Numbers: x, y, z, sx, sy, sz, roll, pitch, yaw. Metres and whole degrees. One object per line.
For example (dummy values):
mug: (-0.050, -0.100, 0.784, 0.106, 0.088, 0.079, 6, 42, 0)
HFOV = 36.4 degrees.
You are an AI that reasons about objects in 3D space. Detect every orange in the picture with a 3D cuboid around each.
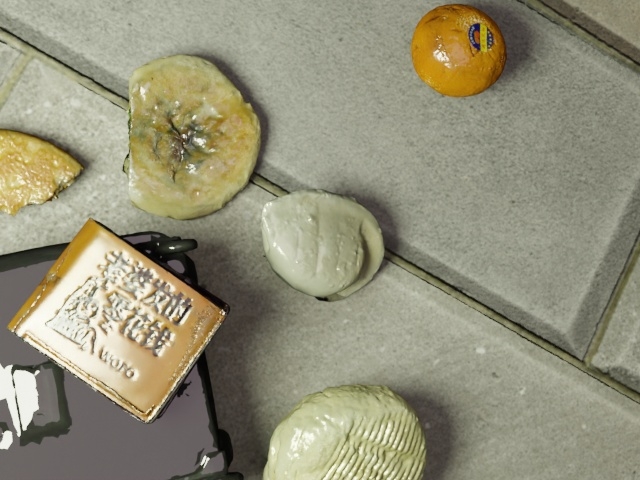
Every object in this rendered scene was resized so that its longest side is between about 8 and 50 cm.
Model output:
orange: (0.188, -0.263, 1.352, 0.135, 0.117, 0.135, 3, 83, -28)

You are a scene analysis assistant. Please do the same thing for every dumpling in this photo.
dumpling: (0.001, 0.001, 1.291, 0.150, 0.092, 0.176, -44, 96, -11)

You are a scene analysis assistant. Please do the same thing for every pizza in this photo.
pizza: (-0.425, -0.080, 1.218, 0.246, 0.058, 0.127, -20, 88, -16)

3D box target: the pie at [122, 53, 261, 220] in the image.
pie: (-0.170, -0.136, 1.288, 0.185, 0.052, 0.218, -2, 87, -19)

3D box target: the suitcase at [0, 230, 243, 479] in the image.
suitcase: (-0.286, 0.176, 1.159, 0.339, 0.188, 0.345, -11, 89, -15)

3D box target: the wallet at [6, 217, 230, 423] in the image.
wallet: (-0.218, 0.087, 1.076, 0.195, 0.042, 0.161, 35, 81, -5)

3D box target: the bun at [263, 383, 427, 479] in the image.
bun: (0.021, 0.278, 1.247, 0.220, 0.134, 0.220, -10, 113, -25)
